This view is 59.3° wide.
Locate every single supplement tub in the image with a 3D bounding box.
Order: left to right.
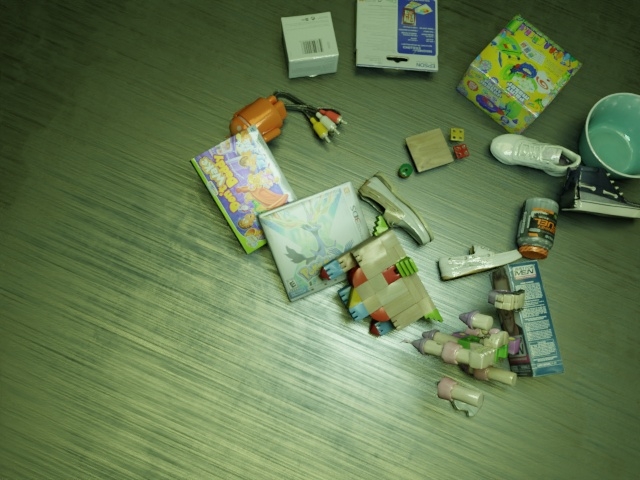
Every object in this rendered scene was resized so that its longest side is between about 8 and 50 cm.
[{"bbox_3d":[0.728,-0.039,1.890,0.117,0.117,0.190,14,76,0],"label":"supplement tub"}]

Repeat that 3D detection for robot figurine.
[{"bbox_3d":[-0.216,-0.397,1.910,0.219,0.128,0.158,-40,96,-12],"label":"robot figurine"}]

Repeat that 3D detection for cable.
[{"bbox_3d":[-0.033,-0.462,1.969,0.287,0.072,0.139,39,71,6],"label":"cable"}]

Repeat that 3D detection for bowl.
[{"bbox_3d":[1.038,-0.337,1.962,0.312,0.163,0.311,1,76,-3],"label":"bowl"}]

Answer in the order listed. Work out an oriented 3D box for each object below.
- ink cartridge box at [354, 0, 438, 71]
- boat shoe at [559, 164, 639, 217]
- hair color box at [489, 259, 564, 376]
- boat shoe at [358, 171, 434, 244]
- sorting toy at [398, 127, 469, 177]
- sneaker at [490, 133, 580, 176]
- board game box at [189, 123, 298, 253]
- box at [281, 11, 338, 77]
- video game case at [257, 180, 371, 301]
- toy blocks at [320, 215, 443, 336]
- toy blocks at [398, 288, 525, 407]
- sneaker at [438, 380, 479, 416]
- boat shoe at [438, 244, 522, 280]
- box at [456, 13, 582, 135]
[{"bbox_3d":[0.277,-0.753,2.068,0.304,0.072,0.307,4,78,-4],"label":"ink cartridge box"},{"bbox_3d":[0.967,-0.162,1.891,0.341,0.127,0.158,6,90,-21],"label":"boat shoe"},{"bbox_3d":[0.647,0.252,1.781,0.105,0.174,0.347,-7,76,-5],"label":"hair color box"},{"bbox_3d":[0.249,-0.089,1.880,0.103,0.113,0.302,-37,70,-10],"label":"boat shoe"},{"bbox_3d":[0.386,-0.313,1.972,0.275,0.046,0.132,-18,78,-8],"label":"sorting toy"},{"bbox_3d":[0.745,-0.309,1.938,0.305,0.152,0.114,14,88,1],"label":"sneaker"},{"bbox_3d":[-0.229,-0.164,1.814,0.233,0.078,0.347,-32,102,-11],"label":"board game box"},{"bbox_3d":[-0.040,-0.694,2.002,0.181,0.119,0.181,-9,76,-6],"label":"box"},{"bbox_3d":[0.000,0.000,1.820,0.329,0.036,0.299,-21,95,-12],"label":"video game case"},{"bbox_3d":[0.174,0.152,1.770,0.261,0.191,0.381,-31,97,-4],"label":"toy blocks"},{"bbox_3d":[0.424,0.291,1.683,0.289,0.260,0.308,-6,102,-47],"label":"toy blocks"},{"bbox_3d":[0.433,0.498,1.768,0.152,0.053,0.061,35,79,4],"label":"sneaker"},{"bbox_3d":[0.527,0.057,1.862,0.277,0.098,0.096,-13,78,-6],"label":"boat shoe"},{"bbox_3d":[0.697,-0.580,1.993,0.290,0.177,0.279,42,77,6],"label":"box"}]
